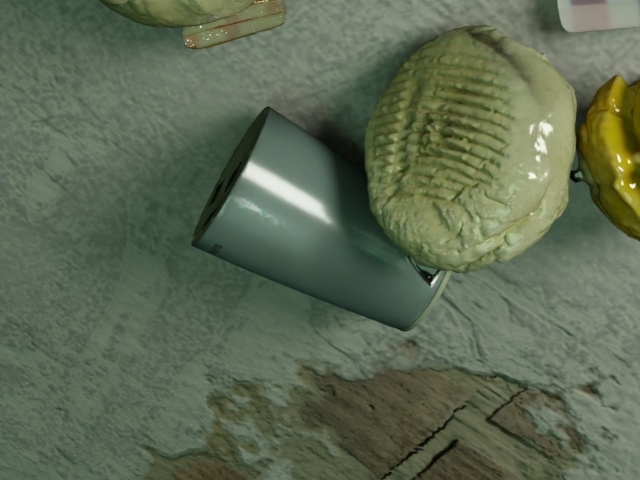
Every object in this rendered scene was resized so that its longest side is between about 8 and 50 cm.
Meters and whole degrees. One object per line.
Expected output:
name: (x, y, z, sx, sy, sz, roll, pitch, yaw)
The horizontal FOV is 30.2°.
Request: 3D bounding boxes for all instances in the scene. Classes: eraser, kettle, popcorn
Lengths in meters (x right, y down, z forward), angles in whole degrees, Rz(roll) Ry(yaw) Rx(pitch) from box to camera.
eraser: (0.254, -0.213, 1.005, 0.105, 0.026, 0.065, -1, 126, 24)
kettle: (0.000, 0.000, 1.231, 0.243, 0.160, 0.210, 30, 153, -12)
popcorn: (0.295, -0.071, 1.033, 0.152, 0.148, 0.167, -21, 132, 10)

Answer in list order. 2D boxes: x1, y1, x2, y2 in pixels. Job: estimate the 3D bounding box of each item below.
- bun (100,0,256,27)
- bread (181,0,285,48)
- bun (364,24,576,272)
bun: (-0.133, -0.285, 1.007, 0.231, 0.133, 0.231, 7, 111, 18)
bread: (-0.092, -0.219, 1.128, 0.062, 0.109, 0.043, 50, 152, 41)
bun: (0.147, -0.076, 1.065, 0.134, 0.220, 0.220, 14, 148, -43)
